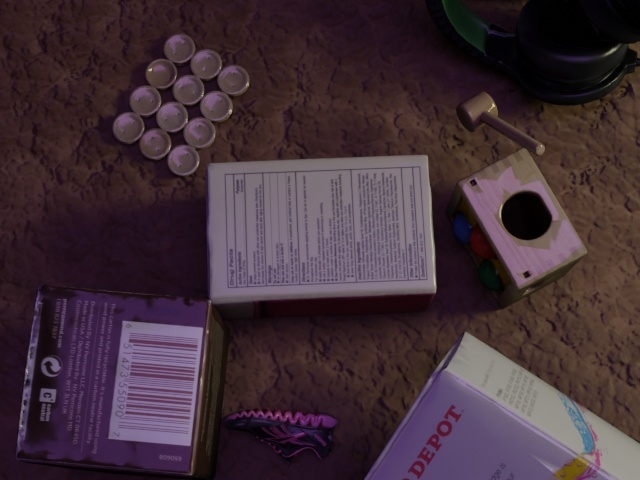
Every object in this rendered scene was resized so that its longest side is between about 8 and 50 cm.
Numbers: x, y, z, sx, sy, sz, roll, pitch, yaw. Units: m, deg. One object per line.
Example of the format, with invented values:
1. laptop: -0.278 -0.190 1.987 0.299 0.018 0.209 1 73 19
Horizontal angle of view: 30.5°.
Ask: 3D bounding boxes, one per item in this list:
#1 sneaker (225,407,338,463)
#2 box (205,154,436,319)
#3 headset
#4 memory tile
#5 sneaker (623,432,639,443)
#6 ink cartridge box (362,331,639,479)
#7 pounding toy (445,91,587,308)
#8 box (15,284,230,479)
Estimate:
1. sneaker: -0.043 0.206 1.238 0.119 0.047 0.057 5 89 2
2. box: 0.000 0.000 1.239 0.232 0.127 0.148 -2 78 0
3. headset: 0.307 -0.263 1.262 0.394 0.243 0.185 23 58 -10
4. memory tile: -0.159 -0.154 1.333 0.113 0.012 0.148 30 80 7
5. sneaker: 0.267 0.229 1.220 0.221 0.083 0.087 19 91 10
6. ink cartridge box: 0.200 0.268 1.135 0.306 0.131 0.226 34 110 8
7. pounding toy: 0.180 -0.048 1.221 0.094 0.181 0.206 -28 79 -6
8. box: -0.187 0.147 1.167 0.167 0.203 0.168 4 77 1
